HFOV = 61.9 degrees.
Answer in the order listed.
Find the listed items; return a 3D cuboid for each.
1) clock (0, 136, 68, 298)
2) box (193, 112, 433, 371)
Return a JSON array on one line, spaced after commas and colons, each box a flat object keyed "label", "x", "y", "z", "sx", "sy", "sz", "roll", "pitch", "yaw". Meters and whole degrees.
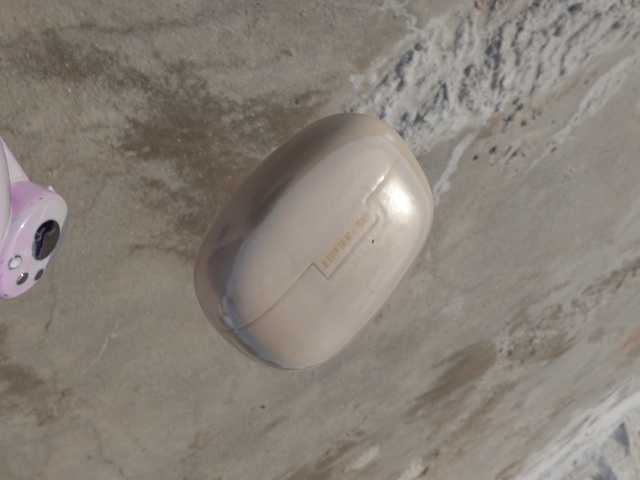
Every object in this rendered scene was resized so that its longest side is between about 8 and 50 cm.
[{"label": "clock", "x": -0.239, "y": 0.018, "z": 0.232, "sx": 0.228, "sy": 0.090, "sz": 0.248, "roll": 101, "pitch": 12, "yaw": -61}, {"label": "box", "x": 0.000, "y": 0.000, "z": 0.400, "sx": 0.200, "sy": 0.088, "sz": 0.146, "roll": -50, "pitch": 119, "yaw": -16}]
